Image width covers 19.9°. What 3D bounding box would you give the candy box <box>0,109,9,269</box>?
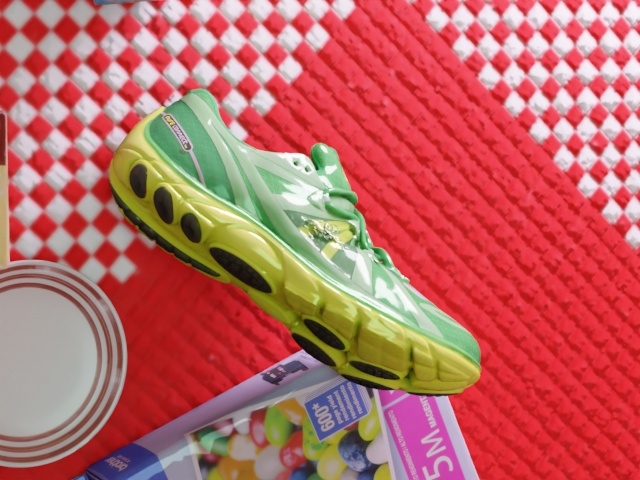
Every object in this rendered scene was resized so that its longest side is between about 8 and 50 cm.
[{"bbox_3d":[-0.302,-0.031,0.997,0.183,0.316,0.087,-2,95,-26],"label":"candy box"}]

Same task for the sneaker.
[{"bbox_3d":[0.000,0.000,1.241,0.295,0.109,0.123,37,66,-7],"label":"sneaker"}]

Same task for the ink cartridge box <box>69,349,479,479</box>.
[{"bbox_3d":[-0.036,0.197,1.297,0.311,0.065,0.186,-27,106,-20],"label":"ink cartridge box"}]

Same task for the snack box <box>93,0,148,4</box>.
[{"bbox_3d":[-0.078,-0.240,1.084,0.060,0.322,0.187,-14,100,-23],"label":"snack box"}]

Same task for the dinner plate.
[{"bbox_3d":[-0.199,0.082,1.228,0.141,0.017,0.141,-3,97,-25],"label":"dinner plate"}]
